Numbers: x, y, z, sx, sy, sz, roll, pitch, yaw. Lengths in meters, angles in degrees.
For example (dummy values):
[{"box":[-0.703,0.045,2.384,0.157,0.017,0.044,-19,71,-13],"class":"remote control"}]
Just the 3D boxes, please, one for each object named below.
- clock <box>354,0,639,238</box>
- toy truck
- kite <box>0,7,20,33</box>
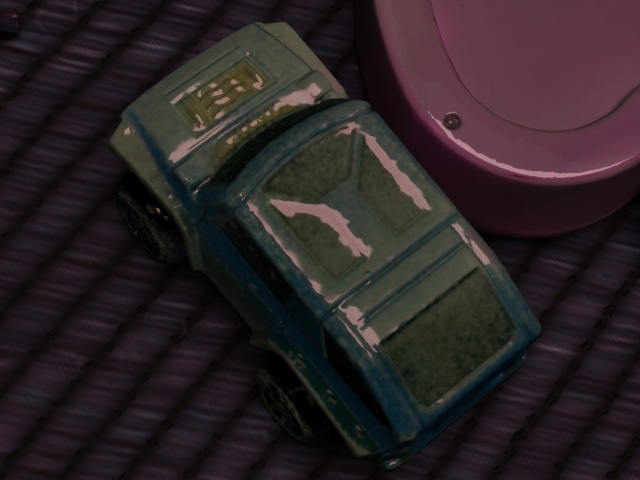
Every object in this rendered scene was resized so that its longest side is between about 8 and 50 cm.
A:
[{"box":[0.183,-0.161,1.040,0.339,0.102,0.338,1,70,-3],"class":"clock"},{"box":[0.000,0.000,0.944,0.155,0.156,0.279,-36,82,-19],"class":"toy truck"},{"box":[-0.313,-0.122,1.001,0.234,0.016,0.321,-8,73,-13],"class":"kite"}]
